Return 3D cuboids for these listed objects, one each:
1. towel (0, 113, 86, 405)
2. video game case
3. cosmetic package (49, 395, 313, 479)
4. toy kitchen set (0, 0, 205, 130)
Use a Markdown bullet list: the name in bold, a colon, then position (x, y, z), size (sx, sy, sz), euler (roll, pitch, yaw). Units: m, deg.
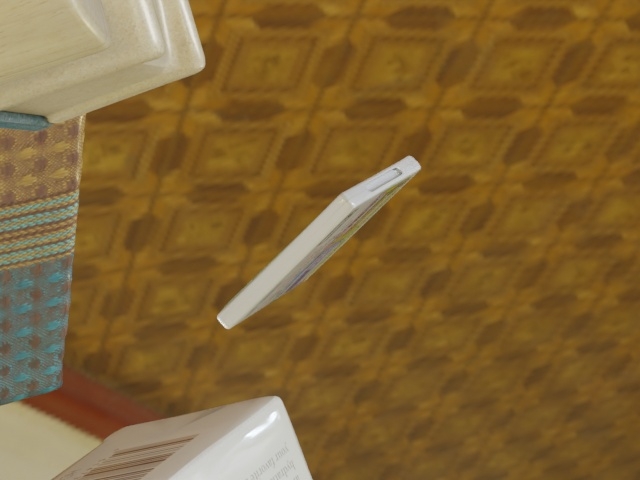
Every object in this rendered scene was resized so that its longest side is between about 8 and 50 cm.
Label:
- **towel**: position (-0.271, 0.002, 0.617), size (0.370, 0.040, 0.271), euler (-12, 135, -29)
- **video game case**: position (0.000, 0.000, 1.669), size (0.212, 0.023, 0.193), euler (-45, 173, 28)
- **cosmetic package**: position (-0.063, 0.364, 1.057), size (0.161, 0.453, 0.230), euler (-16, -172, 32)
- **toy kitchen set**: position (-0.131, -0.130, 0.420), size (0.122, 0.207, 0.166), euler (-16, -179, 8)
